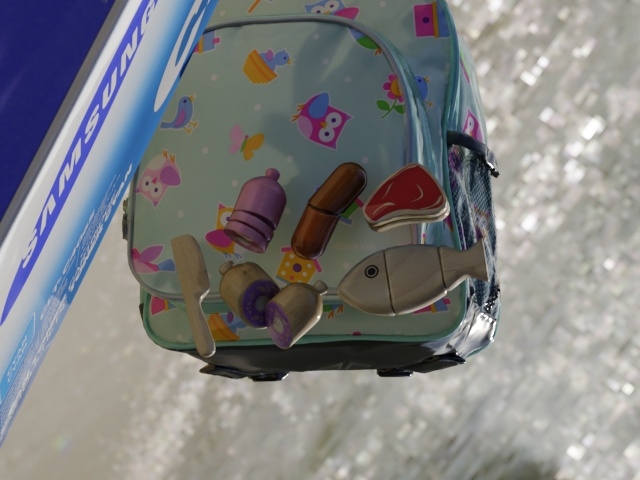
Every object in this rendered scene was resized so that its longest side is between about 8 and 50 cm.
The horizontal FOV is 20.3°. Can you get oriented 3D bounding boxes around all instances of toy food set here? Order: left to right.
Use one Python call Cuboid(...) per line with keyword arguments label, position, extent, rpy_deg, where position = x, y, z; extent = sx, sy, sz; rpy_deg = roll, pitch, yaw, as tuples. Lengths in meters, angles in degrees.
Cuboid(label="toy food set", position=(0.000, 0.000, 0.714), extent=(0.122, 0.078, 0.019), rpy_deg=(-20, 152, 6))

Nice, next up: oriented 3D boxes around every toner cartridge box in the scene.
Cuboid(label="toner cartridge box", position=(-0.058, -0.113, 0.523), extent=(0.165, 0.075, 0.347), rpy_deg=(111, 2, -68))

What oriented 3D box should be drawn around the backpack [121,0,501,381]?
Cuboid(label="backpack", position=(-0.005, -0.040, 0.821), extent=(0.144, 0.166, 0.188), rpy_deg=(44, 46, -66))
